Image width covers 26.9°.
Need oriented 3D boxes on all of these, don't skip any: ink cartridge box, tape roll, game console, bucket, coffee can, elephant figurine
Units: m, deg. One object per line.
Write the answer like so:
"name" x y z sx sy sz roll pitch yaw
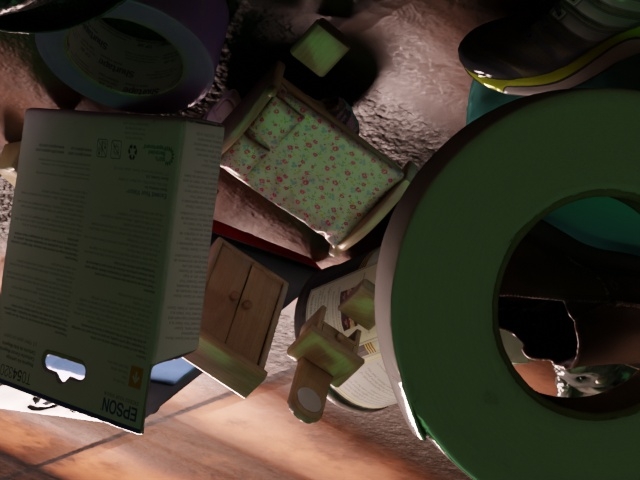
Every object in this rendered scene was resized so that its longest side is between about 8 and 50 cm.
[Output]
"ink cartridge box" -0.244 0.022 1.491 0.071 0.330 0.324 5 -177 -43
"tape roll" -0.194 -0.219 1.395 0.189 0.080 0.189 8 149 5
"game console" -0.223 0.114 1.746 0.386 0.060 0.342 -38 146 20
"tape roll" 0.242 0.055 1.210 0.392 0.392 0.072 19 -178 -12
"bucket" 0.271 -0.065 1.392 0.281 0.183 0.281 8 148 5
"coffee can" 0.130 0.090 1.674 0.201 0.201 0.275 31 144 -30
"elephant figurine" 0.356 0.141 1.701 0.239 0.169 0.186 2 137 -18

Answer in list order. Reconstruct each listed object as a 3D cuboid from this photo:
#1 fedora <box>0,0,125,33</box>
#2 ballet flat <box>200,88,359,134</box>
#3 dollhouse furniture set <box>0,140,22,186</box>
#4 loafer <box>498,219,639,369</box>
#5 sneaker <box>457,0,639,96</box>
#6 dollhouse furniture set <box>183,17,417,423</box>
"fedora" -0.276 -0.292 1.148 0.334 0.152 0.334 4 128 5
"ballet flat" -0.067 -0.134 1.513 0.221 0.077 0.079 -4 128 16
"dollhouse furniture set" -0.328 -0.014 1.697 0.101 0.161 0.182 -8 145 28
"loafer" 0.252 0.080 1.329 0.366 0.130 0.134 20 147 -14
"sneaker" 0.254 -0.227 1.229 0.300 0.111 0.121 -17 129 31
"dollhouse furniture set" 0.000 0.000 1.443 0.303 0.174 0.355 35 124 -14
